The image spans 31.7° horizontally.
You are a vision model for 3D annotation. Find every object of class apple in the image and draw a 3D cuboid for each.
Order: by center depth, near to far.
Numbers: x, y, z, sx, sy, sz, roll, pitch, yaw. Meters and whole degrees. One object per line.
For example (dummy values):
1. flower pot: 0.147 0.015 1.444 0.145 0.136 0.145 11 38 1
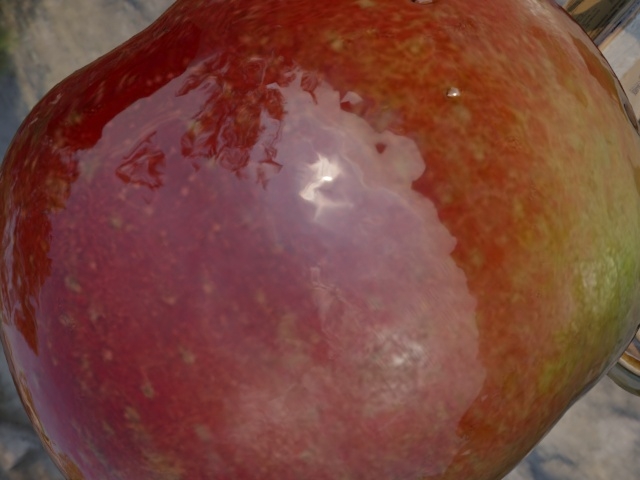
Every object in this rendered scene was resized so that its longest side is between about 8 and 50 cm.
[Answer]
1. apple: 0.000 0.000 0.587 0.277 0.348 0.348 55 143 4

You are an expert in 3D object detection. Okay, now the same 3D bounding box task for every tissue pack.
1. tissue pack: 0.475 -0.289 1.587 0.238 0.238 0.305 46 106 13

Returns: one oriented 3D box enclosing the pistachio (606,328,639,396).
1. pistachio: 0.296 0.058 1.080 0.206 0.131 0.129 52 123 17
